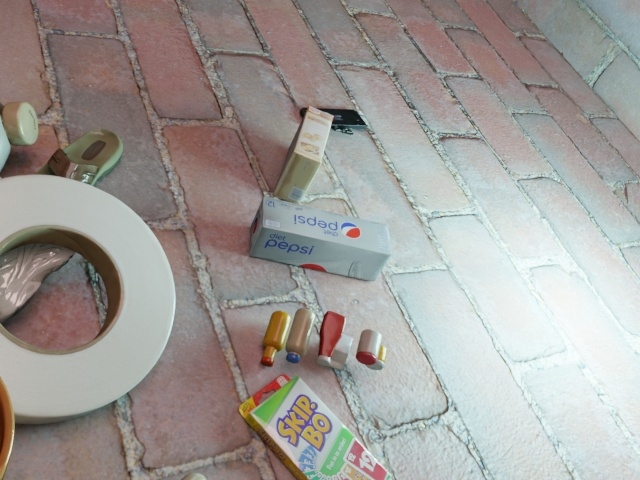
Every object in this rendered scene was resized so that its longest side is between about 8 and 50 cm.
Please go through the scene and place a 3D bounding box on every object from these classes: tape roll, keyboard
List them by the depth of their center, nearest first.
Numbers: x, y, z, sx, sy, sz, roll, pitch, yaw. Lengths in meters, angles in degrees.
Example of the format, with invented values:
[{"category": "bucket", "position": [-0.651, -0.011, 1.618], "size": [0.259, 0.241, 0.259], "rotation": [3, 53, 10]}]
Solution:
[{"category": "tape roll", "position": [-0.419, 0.084, 1.002], "size": [0.392, 0.072, 0.392], "rotation": [17, 59, -31]}, {"category": "keyboard", "position": [0.041, -0.315, 1.730], "size": [0.180, 0.023, 0.108], "rotation": [-6, 47, -30]}]

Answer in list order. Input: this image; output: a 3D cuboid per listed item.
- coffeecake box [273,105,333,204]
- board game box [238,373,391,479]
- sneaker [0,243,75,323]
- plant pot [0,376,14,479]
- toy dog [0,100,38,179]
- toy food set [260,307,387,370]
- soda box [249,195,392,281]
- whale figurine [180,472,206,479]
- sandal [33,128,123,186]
[{"category": "coffeecake box", "position": [-0.038, -0.197, 1.491], "size": [0.068, 0.142, 0.185], "rotation": [22, 44, -9]}, {"category": "board game box", "position": [-0.012, 0.341, 1.091], "size": [0.259, 0.039, 0.124], "rotation": [42, 44, 17]}, {"category": "sneaker", "position": [-0.490, 0.023, 1.074], "size": [0.115, 0.090, 0.232], "rotation": [46, 39, -16]}, {"category": "plant pot", "position": [-0.525, 0.275, 0.765], "size": [0.291, 0.203, 0.291], "rotation": [14, 46, -16]}, {"category": "toy dog", "position": [-0.616, -0.158, 1.127], "size": [0.220, 0.161, 0.333], "rotation": [-21, 54, -7]}, {"category": "toy food set", "position": [0.014, 0.203, 1.179], "size": [0.232, 0.111, 0.104], "rotation": [22, 56, -8]}, {"category": "soda box", "position": [0.000, 0.000, 1.362], "size": [0.286, 0.098, 0.091], "rotation": [13, 45, -17]}, {"category": "whale figurine", "position": [-0.170, 0.432, 0.879], "size": [0.272, 0.141, 0.216], "rotation": [21, 38, -44]}, {"category": "sandal", "position": [-0.482, -0.142, 1.255], "size": [0.120, 0.086, 0.302], "rotation": [22, 44, -7]}]
